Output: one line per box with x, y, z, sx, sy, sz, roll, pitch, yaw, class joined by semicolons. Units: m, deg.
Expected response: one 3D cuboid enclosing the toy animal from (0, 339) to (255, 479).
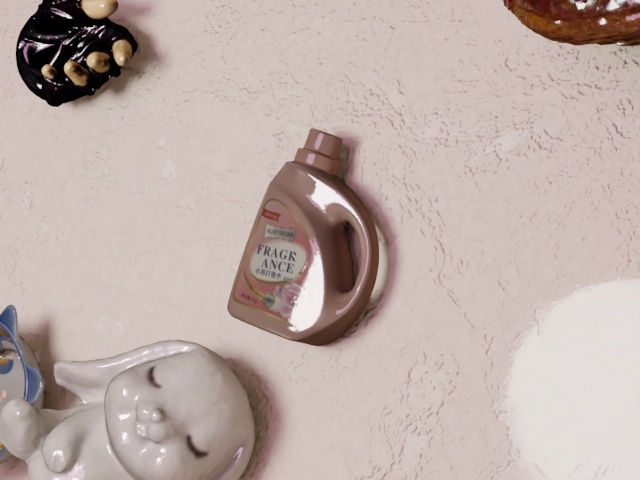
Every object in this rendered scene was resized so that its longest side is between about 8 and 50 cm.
-0.203;0.224;1.782;0.265;0.206;0.271;-36;77;15;toy animal

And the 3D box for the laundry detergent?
0.000;0.000;1.748;0.171;0.076;0.237;21;90;35;laundry detergent

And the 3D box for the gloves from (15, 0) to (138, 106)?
-0.309;-0.242;1.983;0.203;0.124;0.164;25;107;38;gloves

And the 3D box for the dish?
-0.421;0.192;1.996;0.236;0.086;0.227;17;89;37;dish

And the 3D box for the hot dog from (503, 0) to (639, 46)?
0.341;-0.318;1.476;0.388;0.174;0.266;-2;82;23;hot dog
